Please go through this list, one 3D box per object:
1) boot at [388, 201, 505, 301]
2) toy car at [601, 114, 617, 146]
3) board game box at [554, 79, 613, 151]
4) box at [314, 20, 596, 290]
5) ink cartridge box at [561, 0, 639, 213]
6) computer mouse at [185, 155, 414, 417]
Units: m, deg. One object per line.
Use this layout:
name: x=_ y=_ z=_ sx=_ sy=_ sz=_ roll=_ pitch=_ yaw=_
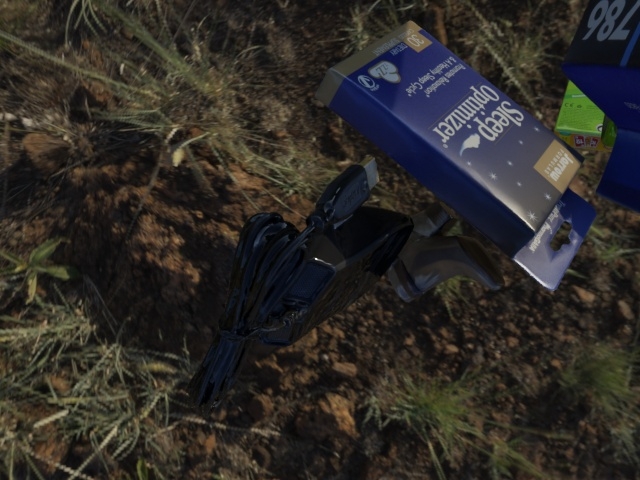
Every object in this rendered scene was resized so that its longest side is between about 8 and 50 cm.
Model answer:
boot: x=0.105 y=0.025 z=0.658 sx=0.042 sy=0.118 sz=0.087 roll=19 pitch=121 yaw=-42
toy car: x=0.346 y=-0.167 z=0.620 sx=0.155 sy=0.149 sz=0.188 roll=11 pitch=94 yaw=12
board game box: x=0.395 y=-0.213 z=0.951 sx=0.039 sy=0.124 sz=0.259 roll=73 pitch=35 yaw=-50
box: x=0.120 y=-0.074 z=0.559 sx=0.225 sy=0.036 sz=0.136 roll=41 pitch=44 yaw=6
ink cartridge box: x=0.219 y=-0.168 z=0.363 sx=0.065 sy=0.165 sz=0.332 roll=16 pitch=102 yaw=-11
computer mouse: x=0.000 y=0.000 z=0.524 sx=0.060 sy=0.262 sz=0.184 roll=39 pitch=129 yaw=16
